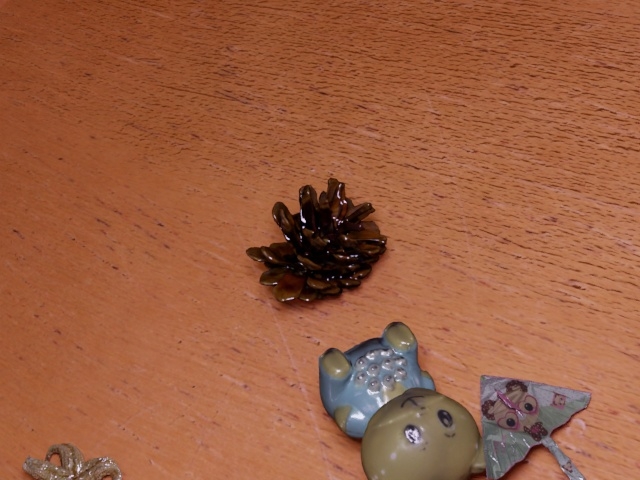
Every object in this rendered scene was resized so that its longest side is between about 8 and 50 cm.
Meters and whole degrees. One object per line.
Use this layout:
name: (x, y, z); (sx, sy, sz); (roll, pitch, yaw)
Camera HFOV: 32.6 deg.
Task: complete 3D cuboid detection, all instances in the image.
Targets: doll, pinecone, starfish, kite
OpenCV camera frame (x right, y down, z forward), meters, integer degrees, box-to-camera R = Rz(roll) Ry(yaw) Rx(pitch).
doll: (0.117, 0.264, 1.583); (0.177, 0.162, 0.261); (-20, 41, -21)
pinecone: (0.001, -0.002, 1.839); (0.229, 0.201, 0.202); (-25, 66, -37)
starfish: (-0.408, 0.398, 1.794); (0.150, 0.053, 0.209); (-44, 49, -7)
kite: (0.314, 0.276, 1.534); (0.229, 0.012, 0.250); (-29, 64, -28)
